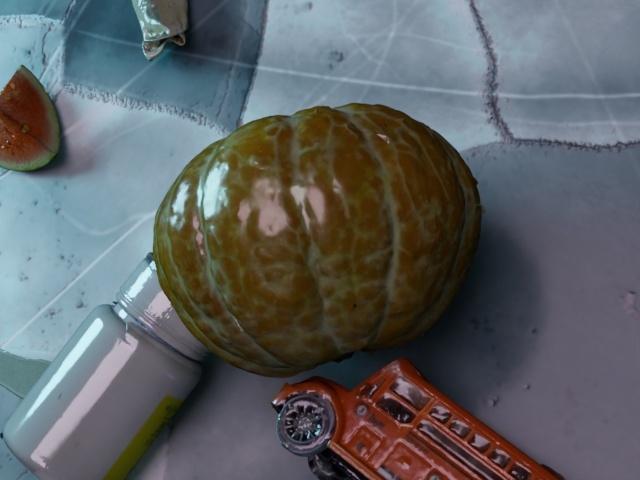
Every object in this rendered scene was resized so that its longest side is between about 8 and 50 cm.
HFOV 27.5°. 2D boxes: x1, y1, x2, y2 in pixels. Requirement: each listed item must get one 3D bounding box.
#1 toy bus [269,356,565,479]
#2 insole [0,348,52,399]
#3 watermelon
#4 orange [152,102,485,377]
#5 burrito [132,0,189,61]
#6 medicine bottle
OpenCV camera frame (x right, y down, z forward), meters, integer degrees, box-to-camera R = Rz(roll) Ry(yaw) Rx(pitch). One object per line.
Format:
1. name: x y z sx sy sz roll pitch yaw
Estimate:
1. toy bus: 0.108 0.228 1.281 0.329 0.143 0.153 34 78 28
2. insole: -0.360 0.156 1.557 0.152 0.002 0.053 20 82 25
3. watermelon: -0.372 -0.146 1.608 0.135 0.094 0.125 34 81 23
4. orange: 0.000 0.000 1.289 0.329 0.329 0.249 -15 88 16
5. burrito: -0.208 -0.349 1.629 0.082 0.059 0.275 -21 67 21
6. medicine bottle: -0.217 0.149 1.426 0.143 0.143 0.258 36 90 27
